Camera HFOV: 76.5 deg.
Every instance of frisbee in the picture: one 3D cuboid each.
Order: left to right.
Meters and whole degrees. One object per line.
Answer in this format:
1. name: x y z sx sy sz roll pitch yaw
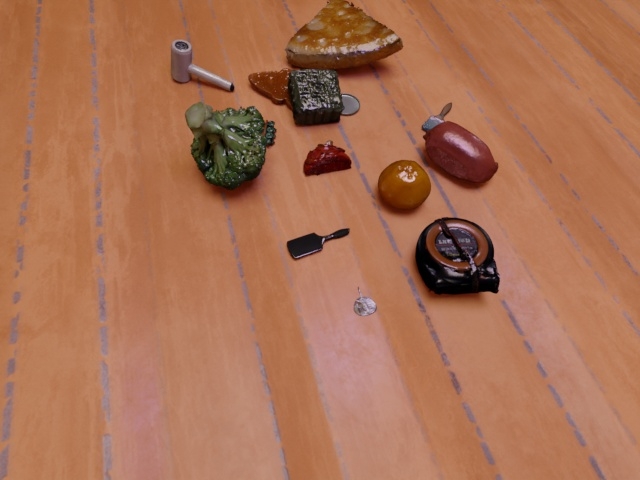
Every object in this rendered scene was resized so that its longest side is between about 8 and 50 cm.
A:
1. frisbee: 0.089 -0.491 1.463 0.110 0.014 0.110 2 60 -4

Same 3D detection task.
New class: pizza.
1. pizza: 0.089 -0.815 1.599 0.441 0.130 0.405 -3 58 5

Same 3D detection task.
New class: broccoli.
1. broccoli: -0.268 -0.287 1.163 0.270 0.270 0.269 -8 68 21

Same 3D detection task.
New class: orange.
1. orange: 0.252 -0.171 1.212 0.159 0.136 0.158 1 57 -1

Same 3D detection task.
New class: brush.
1. brush: 0.000 0.000 1.155 0.194 0.016 0.062 -19 63 -15
2. brush: 0.433 -0.446 1.466 0.070 0.021 0.196 32 59 14

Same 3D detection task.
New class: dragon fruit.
1. dragon fruit: 0.016 -0.277 1.290 0.162 0.083 0.106 -13 58 -10

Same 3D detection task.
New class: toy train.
1. toy train: -0.182 -0.356 1.342 0.064 0.044 0.103 0 58 7

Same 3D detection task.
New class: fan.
1. fan: 0.108 0.166 1.070 0.060 0.003 0.080 -37 69 -25

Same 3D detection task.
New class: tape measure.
1. tape measure: 0.361 0.045 1.096 0.203 0.135 0.222 -4 56 4

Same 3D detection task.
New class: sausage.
1. sausage: 0.443 -0.282 1.295 0.254 0.148 0.148 42 64 18

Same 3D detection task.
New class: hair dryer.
1. hair dryer: -0.413 -0.592 1.429 0.237 0.131 0.073 26 56 -5

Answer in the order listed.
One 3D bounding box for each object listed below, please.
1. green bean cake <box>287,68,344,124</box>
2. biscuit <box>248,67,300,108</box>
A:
1. green bean cake: -0.017 -0.495 1.382 0.173 0.094 0.181 -5 75 -11
2. biscuit: -0.124 -0.552 1.463 0.281 0.043 0.183 10 62 3
